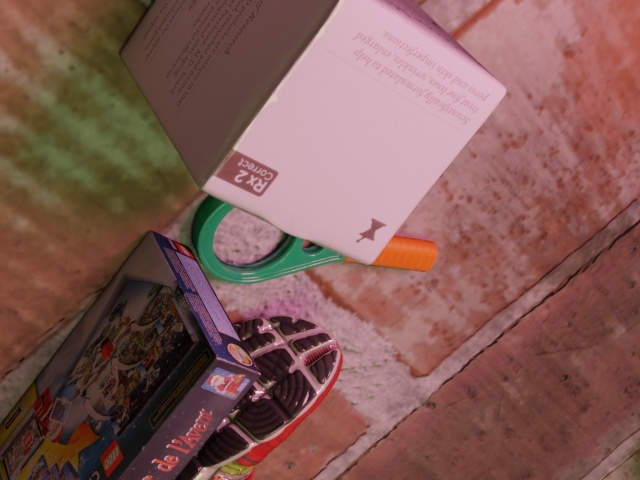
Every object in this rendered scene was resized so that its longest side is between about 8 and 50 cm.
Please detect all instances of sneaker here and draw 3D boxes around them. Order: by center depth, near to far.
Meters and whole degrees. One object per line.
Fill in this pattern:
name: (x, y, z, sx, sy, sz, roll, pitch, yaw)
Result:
sneaker: (-0.086, 0.171, 1.025, 0.279, 0.107, 0.118, -42, 152, 10)

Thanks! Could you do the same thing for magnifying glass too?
magnifying glass: (0.000, 0.000, 0.974, 0.231, 0.026, 0.092, 9, 119, -32)

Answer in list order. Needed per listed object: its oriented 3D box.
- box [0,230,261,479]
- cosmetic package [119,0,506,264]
box: (-0.157, 0.129, 0.890, 0.044, 0.159, 0.233, 27, 109, -40)
cosmetic package: (-0.011, -0.110, 0.769, 0.151, 0.184, 0.151, 23, 111, -40)
